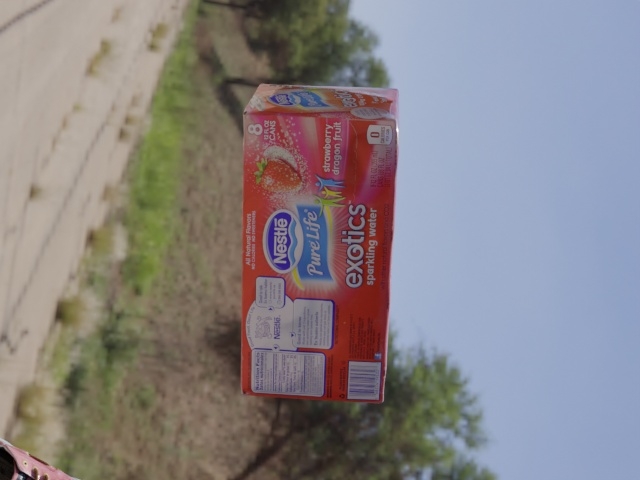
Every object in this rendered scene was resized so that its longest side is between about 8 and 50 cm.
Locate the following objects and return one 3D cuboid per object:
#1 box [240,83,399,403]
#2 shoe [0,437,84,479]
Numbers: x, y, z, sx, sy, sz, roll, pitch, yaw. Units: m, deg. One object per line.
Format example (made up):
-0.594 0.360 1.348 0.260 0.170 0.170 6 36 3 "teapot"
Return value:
0.000 0.000 1.041 0.123 0.128 0.257 -80 172 -70 "box"
-0.294 0.255 1.220 0.063 0.178 0.081 -59 173 -8 "shoe"
